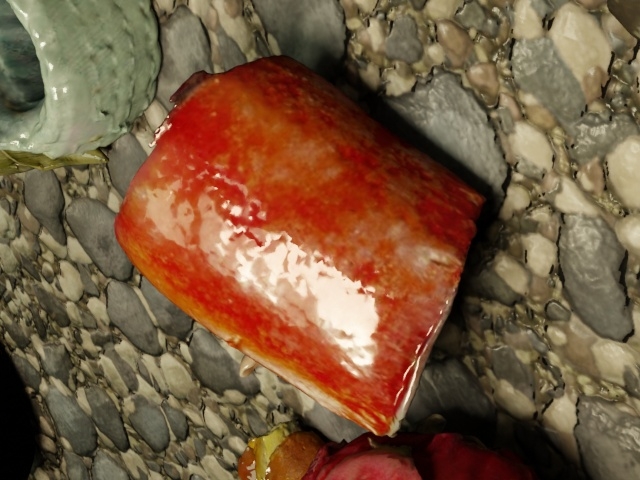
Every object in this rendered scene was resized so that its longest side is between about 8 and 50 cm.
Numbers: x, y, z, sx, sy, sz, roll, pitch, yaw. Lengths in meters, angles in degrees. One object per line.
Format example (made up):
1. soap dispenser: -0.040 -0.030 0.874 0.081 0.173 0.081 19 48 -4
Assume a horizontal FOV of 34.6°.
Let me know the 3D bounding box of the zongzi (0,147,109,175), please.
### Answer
1. zongzi: -0.352 -0.179 1.228 0.204 0.094 0.204 3 113 39

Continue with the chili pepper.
1. chili pepper: 0.000 0.000 0.925 0.305 0.229 0.251 33 94 11

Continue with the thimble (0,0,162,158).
1. thimble: -0.290 -0.211 1.090 0.205 0.172 0.250 -10 103 45

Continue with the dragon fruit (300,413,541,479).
1. dragon fruit: 0.090 0.323 0.907 0.329 0.329 0.329 23 126 35

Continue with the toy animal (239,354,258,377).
1. toy animal: -0.027 0.080 1.064 0.089 0.083 0.150 44 121 -3

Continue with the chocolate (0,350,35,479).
1. chocolate: -0.605 0.285 1.648 0.210 0.225 0.340 -16 100 60

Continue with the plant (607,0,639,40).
1. plant: 0.218 -0.209 0.619 0.274 0.149 0.146 48 121 10

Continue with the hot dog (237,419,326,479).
1. hot dog: -0.006 0.293 1.144 0.213 0.103 0.146 24 126 32
